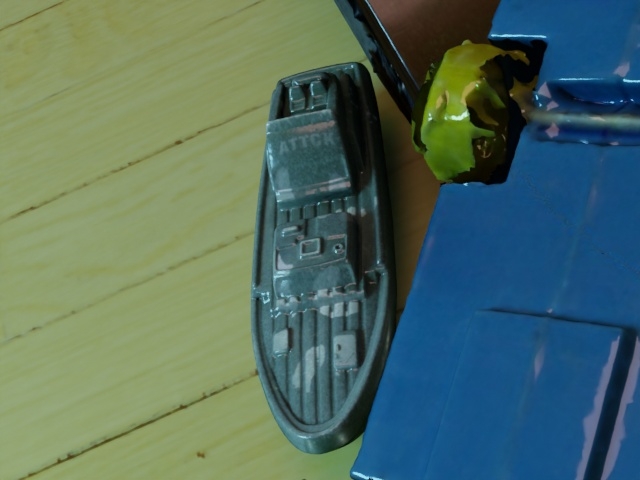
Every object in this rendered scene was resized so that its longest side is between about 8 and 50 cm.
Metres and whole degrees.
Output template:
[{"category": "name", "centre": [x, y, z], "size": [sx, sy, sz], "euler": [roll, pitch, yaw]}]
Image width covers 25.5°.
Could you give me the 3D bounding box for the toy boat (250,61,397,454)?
[{"category": "toy boat", "centre": [0.000, 0.000, 0.744], "size": [0.078, 0.085, 0.260], "euler": [-11, 48, 13]}]

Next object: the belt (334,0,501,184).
[{"category": "belt", "centre": [0.061, -0.164, 0.777], "size": [0.122, 0.217, 0.338], "euler": [-31, 49, 3]}]

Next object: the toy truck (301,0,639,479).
[{"category": "toy truck", "centre": [0.105, 0.063, 0.532], "size": [0.161, 0.162, 0.384], "euler": [6, 69, 34]}]
